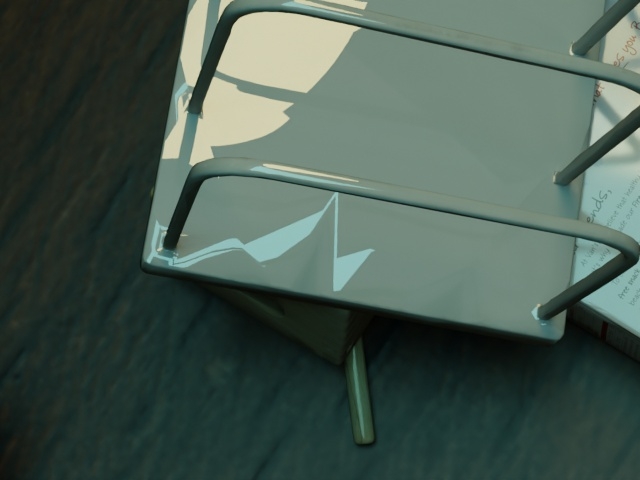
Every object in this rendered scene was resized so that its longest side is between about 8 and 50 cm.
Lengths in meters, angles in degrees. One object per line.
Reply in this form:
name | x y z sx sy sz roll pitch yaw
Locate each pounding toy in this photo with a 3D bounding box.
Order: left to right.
pounding toy | 0.000 0.000 0.944 0.141 0.100 0.130 31 67 10

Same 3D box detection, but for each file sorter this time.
file sorter | 0.047 -0.120 0.827 0.193 0.173 0.277 11 75 -7

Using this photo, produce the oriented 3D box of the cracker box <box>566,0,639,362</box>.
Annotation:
cracker box | 0.203 -0.004 0.925 0.232 0.067 0.155 32 82 12
